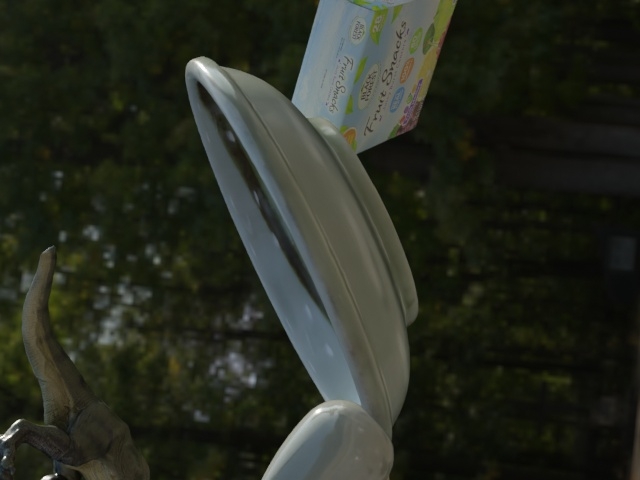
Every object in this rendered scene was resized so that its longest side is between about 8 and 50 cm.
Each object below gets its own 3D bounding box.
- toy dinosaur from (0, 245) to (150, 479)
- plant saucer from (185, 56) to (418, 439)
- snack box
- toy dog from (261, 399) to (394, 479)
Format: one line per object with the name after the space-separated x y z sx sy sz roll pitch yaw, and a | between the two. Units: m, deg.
-0.175 0.146 1.012 0.118 0.064 0.268 -44 -57 -36 | toy dinosaur
0.000 0.000 1.357 0.400 0.101 0.400 62 172 16 | plant saucer
0.055 -0.186 1.537 0.207 0.070 0.174 -27 -40 -55 | snack box
-0.053 0.278 1.051 0.161 0.334 0.220 39 -155 -47 | toy dog
